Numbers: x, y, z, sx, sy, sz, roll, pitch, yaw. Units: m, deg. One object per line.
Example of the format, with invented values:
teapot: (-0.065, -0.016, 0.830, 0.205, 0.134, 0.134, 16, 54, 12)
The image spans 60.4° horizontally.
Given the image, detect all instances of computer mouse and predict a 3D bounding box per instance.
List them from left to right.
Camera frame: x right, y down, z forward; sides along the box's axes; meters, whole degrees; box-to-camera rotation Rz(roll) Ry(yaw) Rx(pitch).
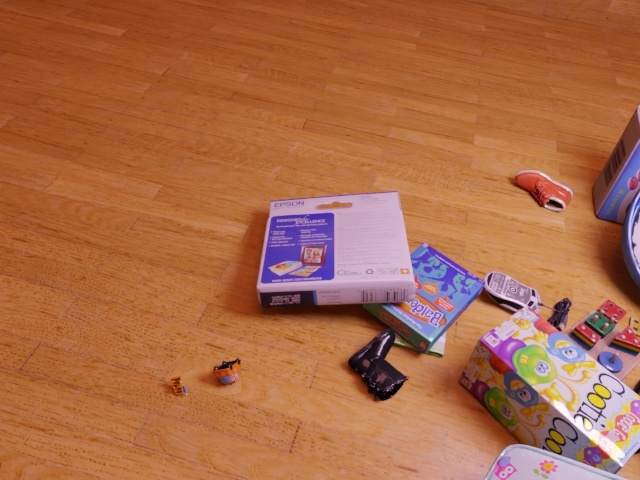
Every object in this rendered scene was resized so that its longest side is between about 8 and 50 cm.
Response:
computer mouse: (0.435, 0.129, 1.179, 0.193, 0.042, 0.106, 27, 51, 11)

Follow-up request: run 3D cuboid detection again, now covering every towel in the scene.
towel: (0.204, 0.161, 1.125, 0.113, 0.023, 0.152, 12, 44, 5)

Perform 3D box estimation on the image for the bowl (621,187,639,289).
bowl: (0.862, 0.006, 1.202, 0.390, 0.077, 0.391, -1, 78, 6)

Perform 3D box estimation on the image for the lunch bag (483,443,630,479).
lunch bag: (0.350, 0.414, 0.749, 0.279, 0.108, 0.224, 10, 42, 42)

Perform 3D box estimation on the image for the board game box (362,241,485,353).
board game box: (0.214, 0.111, 1.128, 0.160, 0.047, 0.210, 35, 52, 23)

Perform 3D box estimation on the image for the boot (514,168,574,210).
boot: (0.586, -0.133, 1.459, 0.157, 0.059, 0.085, 26, 52, 17)

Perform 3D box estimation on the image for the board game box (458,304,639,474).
board game box: (0.403, 0.272, 0.950, 0.144, 0.142, 0.275, -25, 53, -29)

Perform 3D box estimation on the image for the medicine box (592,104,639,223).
medicine box: (0.886, -0.161, 1.378, 0.289, 0.264, 0.149, 15, 44, 8)

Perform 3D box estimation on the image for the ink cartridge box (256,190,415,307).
ink cartridge box: (0.032, 0.012, 1.164, 0.303, 0.072, 0.307, -4, 35, 4)

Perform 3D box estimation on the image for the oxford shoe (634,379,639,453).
oxford shoe: (0.617, 0.289, 0.998, 0.082, 0.096, 0.227, 36, 49, 28)

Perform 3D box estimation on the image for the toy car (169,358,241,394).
toy car: (-0.200, 0.247, 0.985, 0.122, 0.060, 0.041, -15, 90, 0)

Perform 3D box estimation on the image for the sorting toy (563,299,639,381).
sorting toy: (0.588, 0.202, 1.119, 0.274, 0.046, 0.132, -26, 53, -30)

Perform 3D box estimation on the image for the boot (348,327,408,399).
boot: (0.122, 0.231, 1.024, 0.121, 0.045, 0.099, -33, 54, -24)
